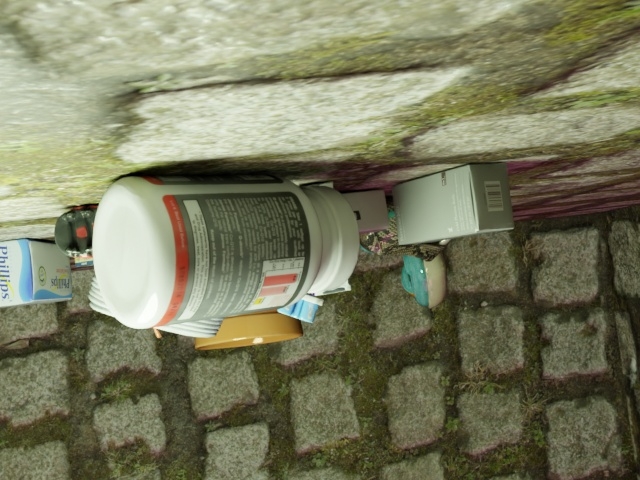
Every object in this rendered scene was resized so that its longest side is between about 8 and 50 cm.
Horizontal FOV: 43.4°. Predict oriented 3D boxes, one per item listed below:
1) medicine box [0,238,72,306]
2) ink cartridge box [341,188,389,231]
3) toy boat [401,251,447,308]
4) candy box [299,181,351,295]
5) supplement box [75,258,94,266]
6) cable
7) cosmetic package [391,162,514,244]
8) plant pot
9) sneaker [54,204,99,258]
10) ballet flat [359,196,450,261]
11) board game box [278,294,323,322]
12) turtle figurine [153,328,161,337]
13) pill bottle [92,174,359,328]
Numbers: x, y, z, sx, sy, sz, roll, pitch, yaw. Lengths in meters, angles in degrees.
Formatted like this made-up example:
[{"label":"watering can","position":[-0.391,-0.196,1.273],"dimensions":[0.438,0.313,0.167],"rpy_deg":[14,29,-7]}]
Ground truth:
[{"label":"medicine box","position":[-0.781,0.089,1.925],"dimensions":[0.289,0.149,0.263],"rpy_deg":[-7,177,1]},{"label":"ink cartridge box","position":[0.021,-0.050,1.671],"dimensions":[0.203,0.086,0.148],"rpy_deg":[-7,178,-18]},{"label":"toy boat","position":[0.275,0.048,2.371],"dimensions":[0.148,0.318,0.267],"rpy_deg":[-12,144,1]},{"label":"candy box","position":[0.000,0.000,1.483],"dimensions":[0.070,0.196,0.165],"rpy_deg":[-10,177,-5]},{"label":"supplement box","position":[-0.484,0.013,1.742],"dimensions":[0.056,0.083,0.083],"rpy_deg":[-9,177,31]},{"label":"cable","position":[-0.297,0.113,1.488],"dimensions":[0.257,0.089,0.257],"rpy_deg":[19,175,-13]},{"label":"cosmetic package","position":[0.244,-0.065,1.513],"dimensions":[0.107,0.127,0.238],"rpy_deg":[-5,175,-33]},{"label":"plant pot","position":[-0.200,0.174,2.154],"dimensions":[0.291,0.203,0.291],"rpy_deg":[-7,171,-1]},{"label":"sneaker","position":[-0.308,-0.019,1.392],"dimensions":[0.276,0.097,0.135],"rpy_deg":[-5,177,0]},{"label":"ballet flat","position":[0.249,-0.038,1.998],"dimensions":[0.182,0.164,0.483],"rpy_deg":[-27,167,24]},{"label":"board game box","position":[-0.194,0.087,1.656],"dimensions":[0.390,0.050,0.390],"rpy_deg":[17,175,-1]},{"label":"turtle figurine","position":[-0.339,0.081,1.887],"dimensions":[0.217,0.269,0.087],"rpy_deg":[-18,163,-5]},{"label":"pill bottle","position":[-0.129,0.007,1.193],"dimensions":[0.363,0.210,0.210],"rpy_deg":[-4,176,-40]}]
